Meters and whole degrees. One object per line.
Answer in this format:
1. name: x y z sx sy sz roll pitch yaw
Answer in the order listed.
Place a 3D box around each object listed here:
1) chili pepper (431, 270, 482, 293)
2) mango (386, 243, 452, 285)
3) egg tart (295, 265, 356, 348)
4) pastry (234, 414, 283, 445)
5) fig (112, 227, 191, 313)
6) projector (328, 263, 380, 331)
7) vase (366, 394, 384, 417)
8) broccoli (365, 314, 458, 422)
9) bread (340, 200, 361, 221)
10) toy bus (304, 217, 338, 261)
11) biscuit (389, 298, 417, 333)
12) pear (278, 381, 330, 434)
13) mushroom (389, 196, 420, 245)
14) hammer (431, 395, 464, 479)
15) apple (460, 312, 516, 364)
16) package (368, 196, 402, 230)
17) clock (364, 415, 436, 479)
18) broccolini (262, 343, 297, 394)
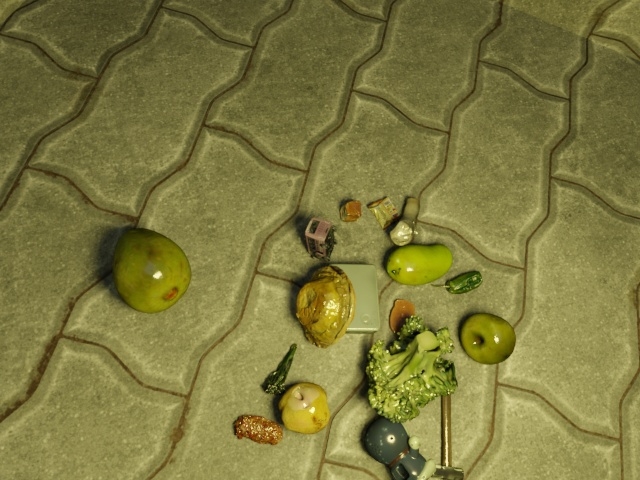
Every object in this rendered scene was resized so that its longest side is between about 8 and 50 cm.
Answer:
1. chili pepper: 0.553 0.177 1.842 0.204 0.073 0.072 -16 85 -13
2. mango: 0.393 0.088 1.818 0.293 0.142 0.175 -11 52 -24
3. egg tart: 0.000 0.227 1.628 0.116 0.295 0.294 14 63 -35
4. pastry: -0.206 0.632 1.551 0.170 0.063 0.087 13 69 -4
5. fig: -0.604 0.087 1.622 0.258 0.258 0.326 -30 62 -18
6. projector: 0.115 0.220 1.745 0.192 0.099 0.256 2 68 -8
7. vase: 0.211 0.578 1.637 0.053 0.053 0.100 -28 78 -17
8. broccoli: 0.316 0.432 1.597 0.339 0.317 0.277 13 27 -46
9. bread: 0.124 -0.120 1.892 0.070 0.083 0.076 0 71 -18
10. toy bus: 0.000 0.000 1.767 0.108 0.199 0.096 18 66 12
11. biscuit: 0.323 0.299 1.781 0.118 0.023 0.140 25 66 2
12. pear: -0.055 0.560 1.547 0.178 0.178 0.177 3 68 -7
13. mushroom: 0.349 -0.075 1.883 0.099 0.096 0.278 -7 33 32
14. hammer: 0.445 0.649 1.651 0.111 0.043 0.365 8 65 -3
15. apple: 0.619 0.360 1.712 0.157 0.196 0.196 -8 67 -35
16. package: 0.272 -0.117 1.940 0.108 0.031 0.120 -31 83 -18
17. clock: 0.255 0.694 1.527 0.243 0.199 0.147 46 37 22
18. broccolini: -0.131 0.460 1.651 0.074 0.058 0.201 37 51 -8
